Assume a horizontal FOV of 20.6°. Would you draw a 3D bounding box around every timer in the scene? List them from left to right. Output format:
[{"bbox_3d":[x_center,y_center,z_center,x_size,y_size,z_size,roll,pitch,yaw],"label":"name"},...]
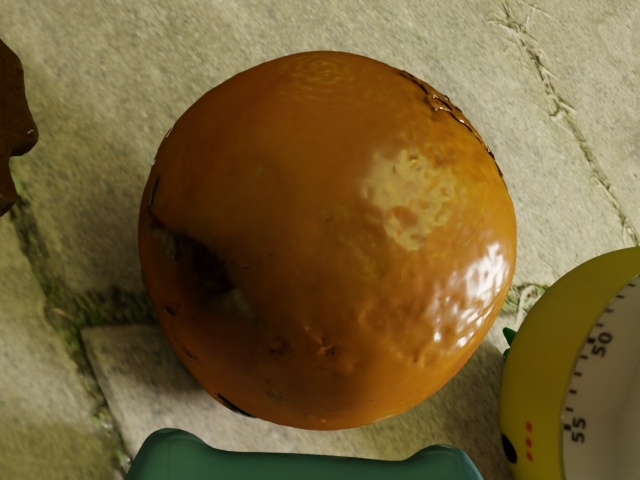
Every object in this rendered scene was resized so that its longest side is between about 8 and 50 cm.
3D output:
[{"bbox_3d":[0.246,0.126,1.426,0.285,0.285,0.285,39,31,-29],"label":"timer"}]

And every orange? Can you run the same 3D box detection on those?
[{"bbox_3d":[0.000,0.000,1.136,0.246,0.246,0.246,39,31,-29],"label":"orange"}]

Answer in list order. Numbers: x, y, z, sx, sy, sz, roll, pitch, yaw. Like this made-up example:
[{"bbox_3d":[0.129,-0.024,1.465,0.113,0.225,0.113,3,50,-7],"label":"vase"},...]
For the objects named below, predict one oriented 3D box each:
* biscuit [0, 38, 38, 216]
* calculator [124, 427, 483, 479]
[{"bbox_3d":[-0.248,-0.106,1.070,0.215,0.034,0.182,60,28,5],"label":"biscuit"},{"bbox_3d":[0.000,0.236,0.907,0.256,0.054,0.386,4,40,-6],"label":"calculator"}]
